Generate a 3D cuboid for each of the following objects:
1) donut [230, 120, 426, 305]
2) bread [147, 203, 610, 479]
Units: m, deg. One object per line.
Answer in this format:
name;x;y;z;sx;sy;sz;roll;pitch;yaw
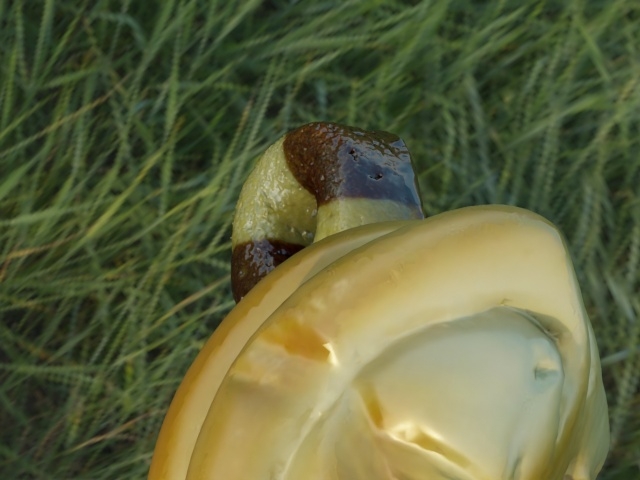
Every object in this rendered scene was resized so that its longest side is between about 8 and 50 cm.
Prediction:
donut;0.000;0.000;1.128;0.073;0.166;0.184;21;60;-36
bread;0.023;0.098;0.552;0.121;0.311;0.173;23;77;15
